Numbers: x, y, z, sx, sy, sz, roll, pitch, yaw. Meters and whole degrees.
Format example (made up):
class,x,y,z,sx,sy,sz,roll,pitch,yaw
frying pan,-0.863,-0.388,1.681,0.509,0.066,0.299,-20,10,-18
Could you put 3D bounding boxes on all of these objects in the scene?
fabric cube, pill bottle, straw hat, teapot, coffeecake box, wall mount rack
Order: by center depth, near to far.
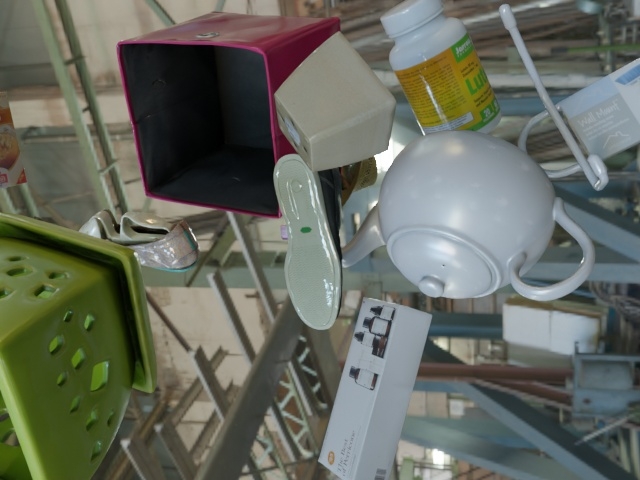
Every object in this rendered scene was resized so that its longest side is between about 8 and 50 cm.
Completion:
class,x,y,z,sx,sy,sz,roll,pitch,yaw
teapot,0.183,-0.008,0.845,0.187,0.252,0.256,-63,8,-28
wall mount rack,0.435,-0.256,0.940,0.304,0.350,0.130,65,-166,14
straw hat,0.051,-0.103,0.945,0.144,0.061,0.144,-29,56,56
fabric cube,-0.126,-0.217,1.030,0.258,0.254,0.259,-48,-38,-52
pill bottle,0.201,-0.290,1.087,0.245,0.136,0.136,59,-153,-22
coffeecake box,-0.669,-0.188,1.242,0.142,0.068,0.185,-35,-58,-61

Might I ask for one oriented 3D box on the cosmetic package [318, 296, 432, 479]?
class,x,y,z,sx,sy,sz,roll,pitch,yaw
cosmetic package,0.071,0.202,0.867,0.099,0.060,0.239,2,75,65

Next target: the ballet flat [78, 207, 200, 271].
class,x,y,z,sx,sy,sz,roll,pitch,yaw
ballet flat,-0.377,-0.008,1.220,0.107,0.316,0.106,-66,-29,-52

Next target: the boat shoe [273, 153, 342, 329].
class,x,y,z,sx,sy,sz,roll,pitch,yaw
boat shoe,0.000,0.000,0.818,0.079,0.084,0.233,-27,-65,-56

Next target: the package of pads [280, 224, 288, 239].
class,x,y,z,sx,sy,sz,roll,pitch,yaw
package of pads,-0.047,-0.020,1.418,0.050,0.083,0.032,100,167,-82

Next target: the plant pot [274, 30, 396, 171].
class,x,y,z,sx,sy,sz,roll,pitch,yaw
plant pot,0.010,-0.140,0.708,0.109,0.096,0.109,55,170,18

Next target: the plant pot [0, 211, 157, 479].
class,x,y,z,sx,sy,sz,roll,pitch,yaw
plant pot,-0.307,0.105,0.665,0.207,0.227,0.228,-49,-34,-49
